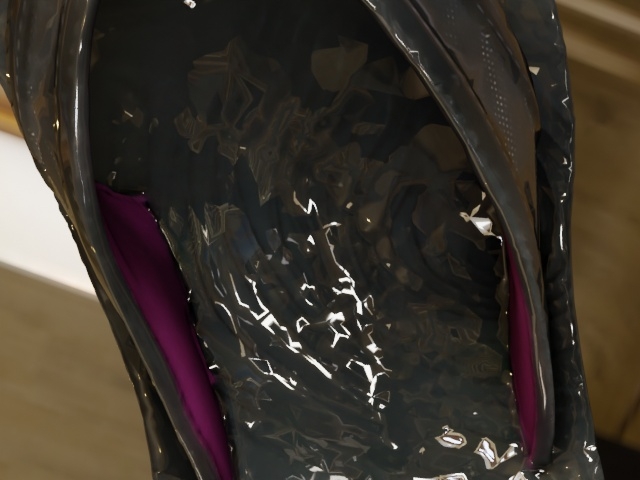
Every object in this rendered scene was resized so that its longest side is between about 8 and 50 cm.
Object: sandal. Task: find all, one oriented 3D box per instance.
[{"bbox_3d":[0.003,0.001,0.515,0.107,0.167,0.446,71,-177,-85],"label":"sandal"}]
